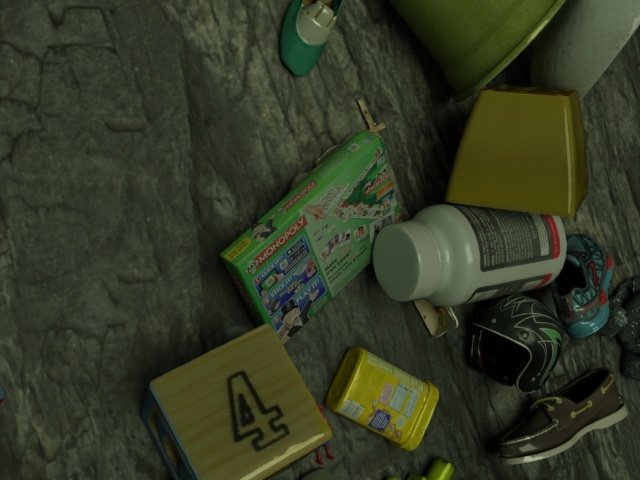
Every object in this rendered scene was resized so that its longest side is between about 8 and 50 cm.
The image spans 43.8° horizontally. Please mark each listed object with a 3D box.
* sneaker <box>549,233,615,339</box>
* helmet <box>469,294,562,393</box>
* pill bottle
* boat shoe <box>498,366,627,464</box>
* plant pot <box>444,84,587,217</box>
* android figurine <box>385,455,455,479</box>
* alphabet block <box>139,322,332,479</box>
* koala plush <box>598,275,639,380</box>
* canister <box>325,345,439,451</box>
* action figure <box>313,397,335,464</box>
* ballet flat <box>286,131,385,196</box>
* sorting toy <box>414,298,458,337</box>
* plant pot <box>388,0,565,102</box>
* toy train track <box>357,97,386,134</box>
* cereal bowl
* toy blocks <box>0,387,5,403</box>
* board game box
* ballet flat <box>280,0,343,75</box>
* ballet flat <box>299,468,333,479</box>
[{"bbox_3d":[0.482,0.055,1.490,0.125,0.104,0.262,52,32,-24],"label":"sneaker"},{"bbox_3d":[0.356,0.178,1.447,0.169,0.169,0.162,-5,108,-26],"label":"helmet"},{"bbox_3d":[0.256,0.019,1.381,0.318,0.176,0.177,-8,92,-31],"label":"pill bottle"},{"bbox_3d":[0.455,0.334,1.520,0.324,0.116,0.097,-15,91,-29],"label":"boat shoe"},{"bbox_3d":[0.348,-0.164,1.358,0.212,0.212,0.187,-31,127,-62],"label":"plant pot"},{"bbox_3d":[0.182,0.530,1.410,0.248,0.056,0.273,40,72,-20],"label":"android figurine"},{"bbox_3d":[-0.129,0.267,1.163,0.197,0.192,0.194,-25,76,-26],"label":"alphabet block"},{"bbox_3d":[0.703,0.162,1.583,0.203,0.221,0.196,-45,107,-20],"label":"koala plush"},{"bbox_3d":[0.106,0.270,1.371,0.169,0.073,0.126,31,75,-21],"label":"canister"},{"bbox_3d":[-0.003,0.318,1.343,0.038,0.030,0.115,-17,94,-20],"label":"action figure"},{"bbox_3d":[0.005,-0.100,1.333,0.248,0.086,0.086,-42,106,-22],"label":"ballet flat"},{"bbox_3d":[0.214,0.131,1.426,0.044,0.075,0.083,-34,103,-23],"label":"sorting toy"},{"bbox_3d":[0.244,-0.426,1.374,0.254,0.276,0.276,43,71,-7],"label":"plant pot"},{"bbox_3d":[0.085,-0.210,1.409,0.048,0.014,0.083,-26,94,-17],"label":"toy train track"},{"bbox_3d":[0.492,-0.401,1.458,0.141,0.339,0.339,35,73,5],"label":"cereal bowl"},{"bbox_3d":[-0.564,0.215,1.009,0.381,0.190,0.261,-26,111,-23],"label":"toy blocks"},{"bbox_3d":[0.000,0.000,1.286,0.317,0.046,0.214,-42,137,-21],"label":"board game box"},{"bbox_3d":[0.000,-0.398,1.330,0.083,0.087,0.248,23,79,-24],"label":"ballet flat"},{"bbox_3d":[-0.047,0.460,1.294,0.213,0.068,0.072,-39,105,-22],"label":"ballet flat"}]
